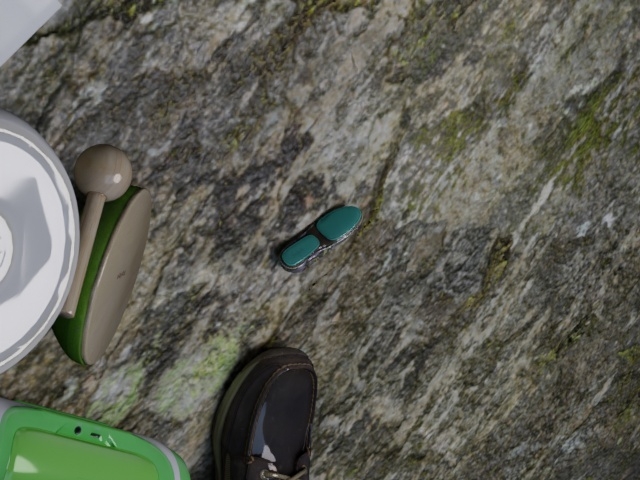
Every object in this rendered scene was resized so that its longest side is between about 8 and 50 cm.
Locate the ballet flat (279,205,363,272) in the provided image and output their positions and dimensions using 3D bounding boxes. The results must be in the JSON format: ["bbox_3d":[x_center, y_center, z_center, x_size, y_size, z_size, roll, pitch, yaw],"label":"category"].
[{"bbox_3d":[0.000,0.000,1.419,0.114,0.041,0.041,-35,132,-15],"label":"ballet flat"}]

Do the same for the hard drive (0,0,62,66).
[{"bbox_3d":[-0.390,-0.160,1.018,0.307,0.040,0.203,-46,134,-5],"label":"hard drive"}]

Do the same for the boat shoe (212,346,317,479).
[{"bbox_3d":[-0.057,0.299,1.484,0.132,0.130,0.355,-4,118,-36],"label":"boat shoe"}]

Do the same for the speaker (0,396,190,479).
[{"bbox_3d":[-0.280,0.245,1.288,0.296,0.131,0.131,25,99,-43],"label":"speaker"}]

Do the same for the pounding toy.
[{"bbox_3d":[-0.245,0.012,1.175,0.237,0.110,0.183,100,7,-70],"label":"pounding toy"}]

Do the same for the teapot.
[{"bbox_3d":[-0.338,-0.002,0.989,0.256,0.187,0.252,18,84,-54],"label":"teapot"}]
